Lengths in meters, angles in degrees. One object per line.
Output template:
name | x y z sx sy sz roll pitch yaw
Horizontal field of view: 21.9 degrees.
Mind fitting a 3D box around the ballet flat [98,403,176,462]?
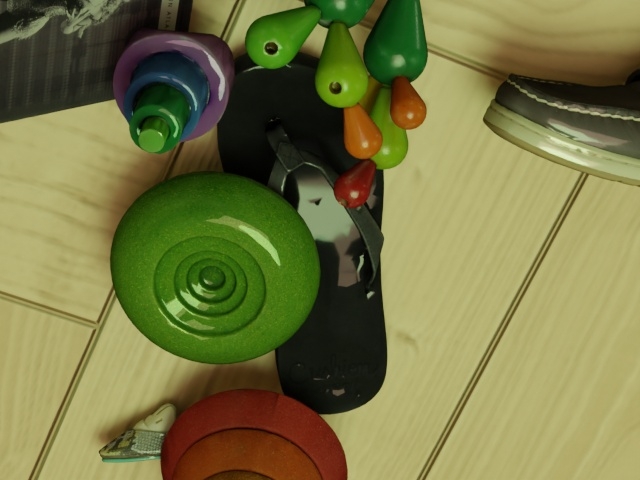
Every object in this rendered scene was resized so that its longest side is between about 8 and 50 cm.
ballet flat | -0.088 0.126 1.087 0.114 0.041 0.041 0 115 -8

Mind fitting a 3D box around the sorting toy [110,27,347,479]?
sorting toy | -0.065 0.063 0.955 0.127 0.126 0.365 -5 117 8

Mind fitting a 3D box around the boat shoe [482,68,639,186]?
boat shoe | 0.237 -0.078 1.000 0.285 0.103 0.092 8 109 -16

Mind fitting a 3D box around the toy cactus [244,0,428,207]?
toy cactus | 0.022 -0.145 0.927 0.180 0.112 0.219 -40 115 -26

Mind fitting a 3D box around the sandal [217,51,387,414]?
sandal | 0.001 0.000 1.024 0.097 0.054 0.254 -14 116 -1

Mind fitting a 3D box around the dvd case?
dvd case | -0.162 -0.135 0.883 0.221 0.018 0.164 -16 135 -32
